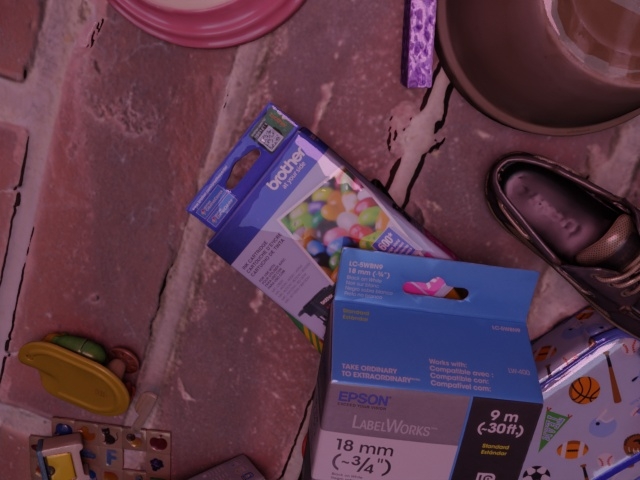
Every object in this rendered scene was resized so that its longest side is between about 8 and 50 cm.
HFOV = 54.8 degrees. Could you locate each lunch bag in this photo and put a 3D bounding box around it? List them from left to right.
[{"bbox_3d":[0.362,0.246,0.844,0.303,0.115,0.243,-38,101,16],"label":"lunch bag"}]

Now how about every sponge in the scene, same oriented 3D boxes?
[{"bbox_3d":[0.115,-0.286,0.713,0.031,0.117,0.210,2,106,3],"label":"sponge"}]

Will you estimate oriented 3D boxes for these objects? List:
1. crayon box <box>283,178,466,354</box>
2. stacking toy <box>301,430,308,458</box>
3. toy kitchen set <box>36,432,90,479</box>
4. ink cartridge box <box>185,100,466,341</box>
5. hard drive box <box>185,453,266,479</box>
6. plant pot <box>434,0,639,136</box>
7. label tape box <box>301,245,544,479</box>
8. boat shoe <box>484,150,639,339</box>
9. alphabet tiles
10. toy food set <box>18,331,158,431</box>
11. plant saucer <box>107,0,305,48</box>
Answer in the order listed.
[{"bbox_3d":[0.093,0.104,0.846,0.202,0.081,0.318,-37,100,14],"label":"crayon box"},{"bbox_3d":[0.117,0.375,0.908,0.330,0.141,0.141,37,106,2],"label":"stacking toy"},{"bbox_3d":[-0.389,0.408,0.892,0.122,0.207,0.166,-12,106,-22],"label":"toy kitchen set"},{"bbox_3d":[0.000,0.000,0.754,0.311,0.065,0.186,40,106,-4],"label":"ink cartridge box"},{"bbox_3d":[-0.184,0.455,0.910,0.232,0.089,0.181,-16,106,-28],"label":"hard drive box"},{"bbox_3d":[0.279,-0.253,0.622,0.323,0.280,0.323,2,107,6],"label":"plant pot"},{"bbox_3d":[0.115,0.192,0.722,0.240,0.106,0.334,7,112,-4],"label":"label tape box"},{"bbox_3d":[0.330,0.019,0.707,0.355,0.130,0.132,37,104,23],"label":"boat shoe"},{"bbox_3d":[-0.361,0.385,1.011,0.237,0.009,0.198,6,107,4],"label":"alphabet tiles"},{"bbox_3d":[-0.337,0.196,0.930,0.217,0.071,0.128,24,131,1],"label":"toy food set"},{"bbox_3d":[-0.147,-0.398,0.726,0.332,0.084,0.332,2,107,6],"label":"plant saucer"}]
